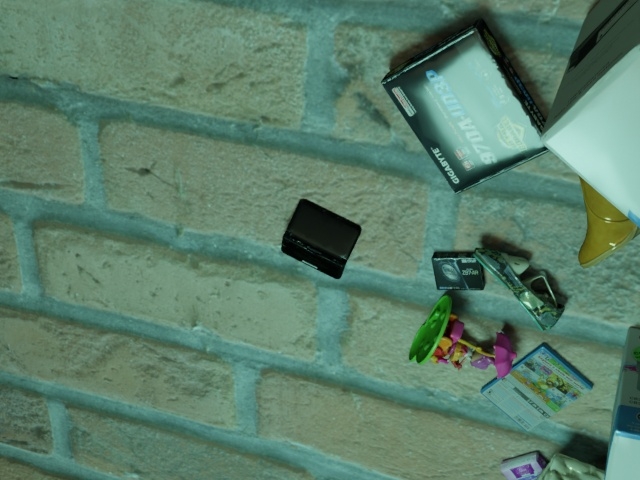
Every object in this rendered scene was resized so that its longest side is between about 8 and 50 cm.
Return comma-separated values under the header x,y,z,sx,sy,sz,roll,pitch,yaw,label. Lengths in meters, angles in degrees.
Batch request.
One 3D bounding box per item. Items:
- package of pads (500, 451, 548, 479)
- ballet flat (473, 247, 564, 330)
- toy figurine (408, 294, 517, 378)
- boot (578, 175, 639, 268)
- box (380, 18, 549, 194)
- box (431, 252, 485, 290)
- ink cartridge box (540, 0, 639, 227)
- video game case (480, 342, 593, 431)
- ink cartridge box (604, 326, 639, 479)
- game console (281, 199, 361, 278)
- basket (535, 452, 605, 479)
x,y,z,sx,sy,sz,roll,pitch,yaw,label
0.387,0.433,1.774,0.083,0.032,0.050,-27,111,34,package of pads
0.333,0.066,1.552,0.188,0.070,0.070,46,126,-12,ballet flat
0.257,0.194,1.638,0.159,0.130,0.173,24,149,-5,toy figurine
0.414,-0.099,1.392,0.211,0.104,0.295,51,152,13,boot
0.224,-0.199,1.424,0.175,0.051,0.220,-25,109,33,box
0.236,0.053,1.601,0.083,0.018,0.067,0,121,23,box
0.453,-0.168,1.139,0.285,0.395,0.166,40,129,-5,ink cartridge box
0.385,0.265,1.679,0.119,0.015,0.166,41,127,-5,video game case
0.560,0.303,1.471,0.198,0.270,0.197,8,122,17,ink cartridge box
0.000,0.000,1.669,0.122,0.071,0.107,27,157,5,game console
0.483,0.605,1.627,0.331,0.328,0.266,22,142,8,basket
